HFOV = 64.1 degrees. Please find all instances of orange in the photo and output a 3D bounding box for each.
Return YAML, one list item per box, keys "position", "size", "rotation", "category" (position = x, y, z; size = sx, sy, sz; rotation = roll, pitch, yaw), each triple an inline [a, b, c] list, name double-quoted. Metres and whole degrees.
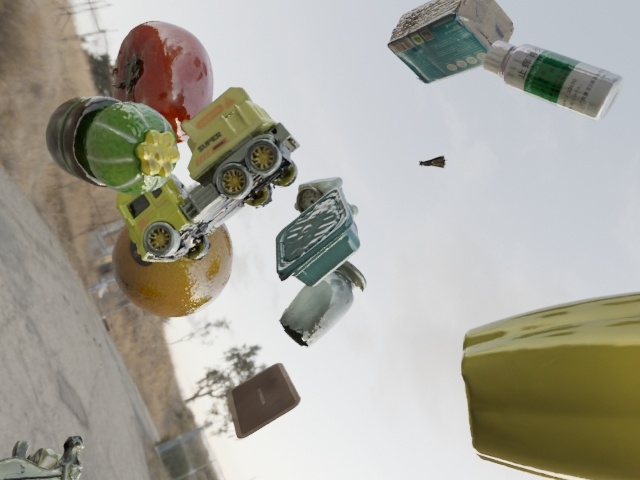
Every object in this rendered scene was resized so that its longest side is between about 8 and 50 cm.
- position: [-0.327, 0.037, 1.158]
  size: [0.274, 0.274, 0.274]
  rotation: [44, -35, 43]
  category: "orange"

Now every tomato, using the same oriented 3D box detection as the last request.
- position: [-0.246, -0.252, 0.828]
  size: [0.187, 0.151, 0.187]
  rotation: [-9, -103, 46]
  category: "tomato"

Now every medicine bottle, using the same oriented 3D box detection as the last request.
- position: [0.457, -0.328, 1.025]
  size: [0.260, 0.095, 0.095]
  rotation: [34, -41, 31]
  category: "medicine bottle"

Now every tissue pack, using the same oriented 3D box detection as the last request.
- position: [0.339, -0.542, 1.352]
  size: [0.192, 0.134, 0.270]
  rotation: [31, -13, -29]
  category: "tissue pack"

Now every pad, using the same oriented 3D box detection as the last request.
- position: [-0.151, 0.402, 1.314]
  size: [0.002, 0.176, 0.266]
  rotation: [64, -10, -16]
  category: "pad"

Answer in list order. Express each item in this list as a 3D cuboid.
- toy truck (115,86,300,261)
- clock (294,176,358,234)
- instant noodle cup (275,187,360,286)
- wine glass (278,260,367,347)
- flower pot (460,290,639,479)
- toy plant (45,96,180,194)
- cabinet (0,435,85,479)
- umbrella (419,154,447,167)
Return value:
- position: [-0.168, -0.095, 0.747]
  size: [0.157, 0.272, 0.124]
  rotation: [53, 7, 10]
  category: "toy truck"
- position: [0.030, -0.068, 1.565]
  size: [0.199, 0.146, 0.244]
  rotation: [-6, -76, 29]
  category: "clock"
- position: [0.000, 0.000, 0.876]
  size: [0.070, 0.157, 0.179]
  rotation: [47, 12, -20]
  category: "instant noodle cup"
- position: [0.006, 0.134, 1.119]
  size: [0.111, 0.204, 0.111]
  rotation: [39, -19, 16]
  category: "wine glass"
- position: [0.244, 0.157, 0.522]
  size: [0.179, 0.195, 0.195]
  rotation: [-9, -76, 23]
  category: "flower pot"
- position: [-0.207, -0.097, 0.519]
  size: [0.162, 0.092, 0.093]
  rotation: [18, -54, 37]
  category: "toy plant"
- position: [-0.592, 0.521, 0.897]
  size: [0.289, 0.227, 0.318]
  rotation: [-21, -116, 38]
  category: "cabinet"
- position: [0.268, -0.185, 1.209]
  size: [0.083, 0.020, 0.031]
  rotation: [-3, -47, 45]
  category: "umbrella"
